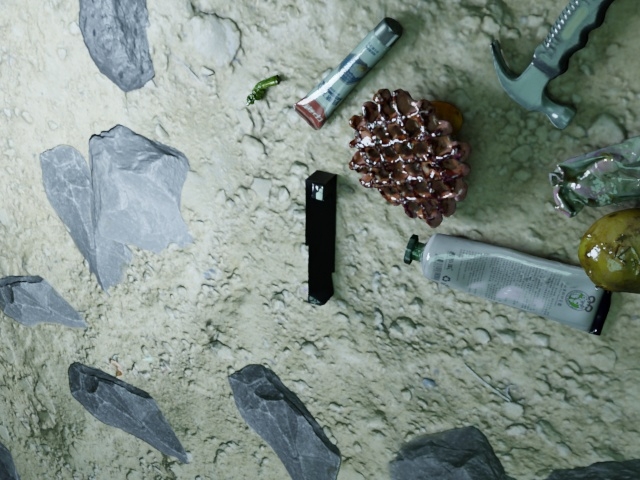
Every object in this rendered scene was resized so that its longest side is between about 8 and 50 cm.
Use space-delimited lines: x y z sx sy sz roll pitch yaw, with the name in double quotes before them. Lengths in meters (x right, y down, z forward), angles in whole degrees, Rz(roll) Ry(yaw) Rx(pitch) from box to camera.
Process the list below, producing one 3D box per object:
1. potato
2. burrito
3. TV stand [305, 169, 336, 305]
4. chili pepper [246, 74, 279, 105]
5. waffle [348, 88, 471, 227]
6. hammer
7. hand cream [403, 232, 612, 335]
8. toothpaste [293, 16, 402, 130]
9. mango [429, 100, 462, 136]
"potato" 0.455 0.020 1.046 0.176 0.137 0.137 13 128 -16
"burrito" 0.466 -0.108 1.016 0.309 0.066 0.096 -18 108 35
"TV stand" 0.000 0.000 1.357 0.040 0.049 0.256 14 121 22
"chili pepper" -0.103 -0.263 1.291 0.083 0.022 0.027 -32 96 34
"waffle" 0.139 -0.132 1.171 0.221 0.055 0.234 36 148 18
"hammer" 0.340 -0.278 1.013 0.159 0.041 0.226 39 129 4
"hand cream" 0.303 0.060 1.212 0.336 0.076 0.121 16 128 15
"toothpaste" 0.043 -0.267 1.196 0.062 0.039 0.239 44 131 -7
"mango" 0.178 -0.188 1.153 0.089 0.046 0.060 5 119 33
